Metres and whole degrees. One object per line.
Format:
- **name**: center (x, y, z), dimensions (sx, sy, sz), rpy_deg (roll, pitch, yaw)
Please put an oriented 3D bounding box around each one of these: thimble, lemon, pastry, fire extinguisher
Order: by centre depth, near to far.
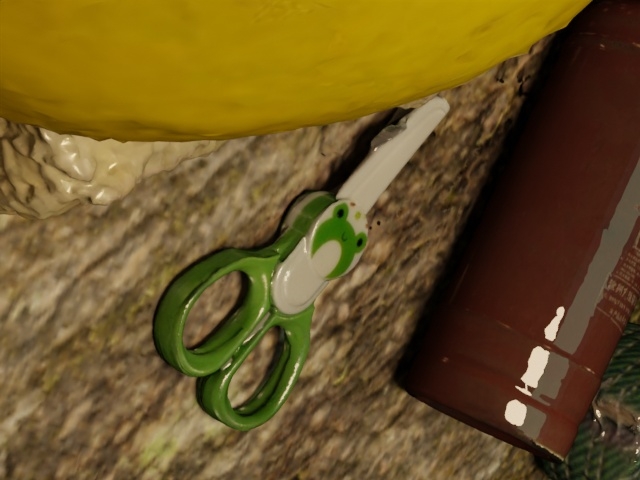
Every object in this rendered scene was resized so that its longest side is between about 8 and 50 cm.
- **lemon**: center (-0.031, -0.189, 0.482), dimensions (0.348, 0.348, 0.348), rpy_deg (-23, 123, -41)
- **pastry**: center (-0.052, -0.073, 0.677), dimensions (0.258, 0.121, 0.089), rpy_deg (-26, 130, -41)
- **fire extinguisher**: center (0.165, -0.046, 0.966), dimensions (0.344, 0.102, 0.138), rpy_deg (-64, 173, -7)
- **thimble**: center (0.208, 0.120, 1.083), dimensions (0.135, 0.090, 0.118), rpy_deg (-14, 116, -44)

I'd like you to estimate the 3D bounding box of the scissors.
- **scissors**: center (0.000, 0.000, 0.842), dimensions (0.204, 0.027, 0.101), rpy_deg (-50, 138, -19)
